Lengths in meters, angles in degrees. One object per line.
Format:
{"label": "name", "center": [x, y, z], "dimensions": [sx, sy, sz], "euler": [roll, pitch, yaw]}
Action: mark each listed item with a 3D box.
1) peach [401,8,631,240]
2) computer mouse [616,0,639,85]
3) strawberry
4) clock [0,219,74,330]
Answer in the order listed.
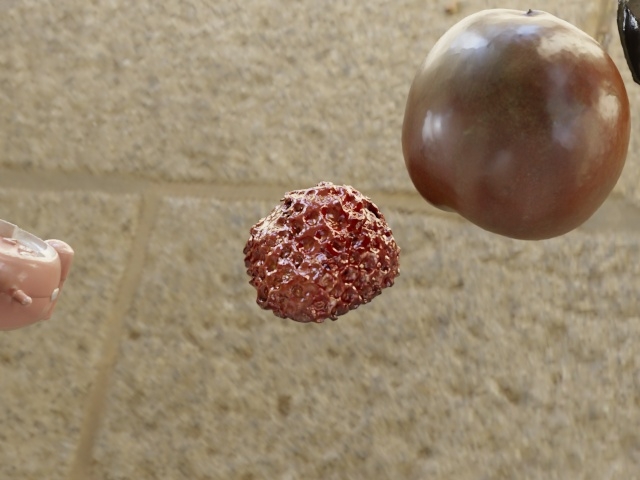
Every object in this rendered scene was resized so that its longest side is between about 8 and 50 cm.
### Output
{"label": "peach", "center": [0.206, -0.128, 1.393], "dimensions": [0.252, 0.252, 0.252], "euler": [-6, 63, 12]}
{"label": "computer mouse", "center": [0.388, -0.205, 1.434], "dimensions": [0.106, 0.062, 0.192], "euler": [-17, 78, -15]}
{"label": "strawberry", "center": [0.000, 0.000, 1.510], "dimensions": [0.190, 0.111, 0.236], "euler": [11, 26, 7]}
{"label": "clock", "center": [-0.439, 0.044, 1.611], "dimensions": [0.227, 0.241, 0.142], "euler": [20, 93, -4]}
